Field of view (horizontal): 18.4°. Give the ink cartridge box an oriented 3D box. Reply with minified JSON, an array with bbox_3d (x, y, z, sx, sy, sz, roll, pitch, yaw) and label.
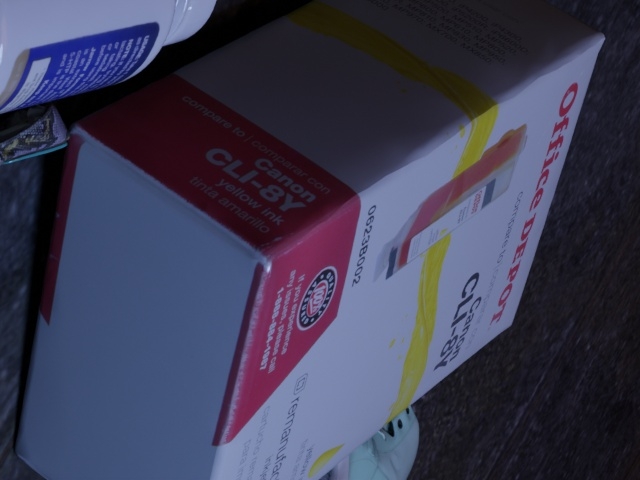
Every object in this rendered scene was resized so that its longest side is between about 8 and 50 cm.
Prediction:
[{"bbox_3d":[0.000,0.000,1.308,0.385,0.160,0.279,-34,148,-44],"label":"ink cartridge box"}]

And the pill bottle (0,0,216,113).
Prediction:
[{"bbox_3d":[-0.139,-0.127,0.996,0.187,0.112,0.112,-21,134,-53],"label":"pill bottle"}]

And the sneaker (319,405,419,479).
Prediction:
[{"bbox_3d":[0.009,0.141,1.589,0.256,0.094,0.151,71,35,-45],"label":"sneaker"}]

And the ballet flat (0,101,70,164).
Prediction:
[{"bbox_3d":[-0.185,-0.053,1.082,0.114,0.041,0.041,-31,142,-46],"label":"ballet flat"}]
